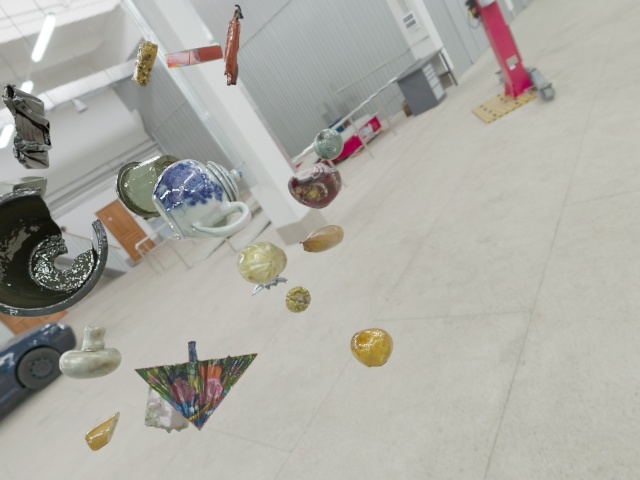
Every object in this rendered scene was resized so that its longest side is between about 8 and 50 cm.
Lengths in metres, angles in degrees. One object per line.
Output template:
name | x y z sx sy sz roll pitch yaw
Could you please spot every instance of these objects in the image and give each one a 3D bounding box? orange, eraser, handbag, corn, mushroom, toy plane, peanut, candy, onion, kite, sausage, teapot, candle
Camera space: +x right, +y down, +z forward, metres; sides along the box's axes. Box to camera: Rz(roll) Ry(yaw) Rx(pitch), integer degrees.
orange | 0.183 0.381 1.497 0.154 0.134 0.155 -2 -12 0
eraser | -0.996 -0.084 1.378 0.353 0.077 0.111 -52 -7 31
handbag | -1.102 -0.418 1.577 0.113 0.286 0.257 -4 5 -19
corn | -0.108 0.284 1.972 0.119 0.119 0.322 -38 -9 -14
mushroom | -1.005 0.490 1.845 0.243 0.244 0.244 -30 17 10
toy plane | -0.253 0.214 2.256 0.267 0.088 0.213 0 58 41
peanut | -0.184 0.075 1.377 0.146 0.147 0.305 -34 -5 -3
candy | -0.615 0.677 1.723 0.137 0.185 0.196 -7 61 7
onion | -0.006 -0.183 1.373 0.173 0.136 0.198 -8 25 23
kite | -0.320 0.383 1.109 0.320 0.234 0.016 -4 -8 -11
sausage | 0.004 -0.003 1.762 0.112 0.112 0.328 -25 -2 25
teapot | -0.360 -0.141 1.307 0.279 0.253 0.424 -36 50 -19
candle | -0.344 -0.769 1.663 0.059 0.302 0.084 11 14 0

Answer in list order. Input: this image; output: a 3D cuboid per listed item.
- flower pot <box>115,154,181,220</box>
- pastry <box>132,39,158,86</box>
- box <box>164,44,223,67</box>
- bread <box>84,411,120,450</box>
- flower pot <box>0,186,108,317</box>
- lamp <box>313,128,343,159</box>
flower pot | -0.748 -0.268 1.924 0.258 0.291 0.290 -19 22 35
pastry | -0.549 -0.553 1.311 0.080 0.056 0.140 47 116 47
box | -0.429 -0.624 1.427 0.175 0.048 0.112 10 31 37
bread | -0.610 0.542 1.187 0.103 0.049 0.062 -31 60 -15
flower pot | -0.841 0.059 1.295 0.379 0.379 0.251 -40 1 -20
lamp | 0.027 -0.326 1.426 0.105 0.105 0.105 -30 17 10
